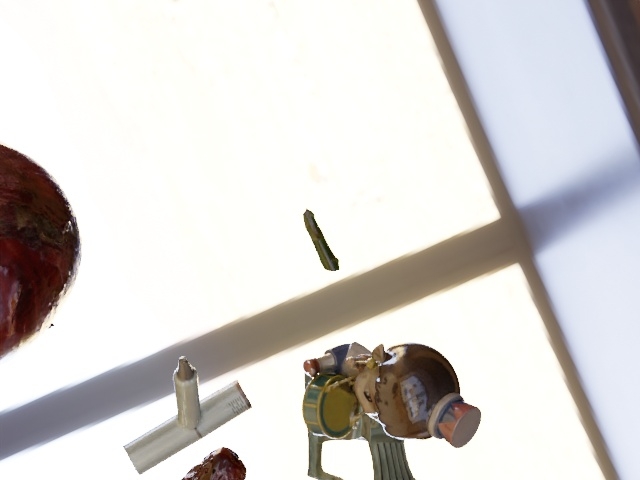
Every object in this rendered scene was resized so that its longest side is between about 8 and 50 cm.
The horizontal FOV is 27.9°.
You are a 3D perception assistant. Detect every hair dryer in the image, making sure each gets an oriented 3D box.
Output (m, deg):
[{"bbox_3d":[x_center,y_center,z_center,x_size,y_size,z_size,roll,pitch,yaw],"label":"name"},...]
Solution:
[{"bbox_3d":[-0.165,0.182,1.438,0.044,0.155,0.183,53,170,29],"label":"hair dryer"}]

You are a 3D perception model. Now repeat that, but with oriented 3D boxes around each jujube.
[{"bbox_3d":[-0.176,0.384,2.030,0.077,0.129,0.077,50,172,9],"label":"jujube"}]

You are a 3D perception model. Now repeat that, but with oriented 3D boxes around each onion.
[{"bbox_3d":[-0.384,0.009,1.326,0.276,0.276,0.276,155,90,-85],"label":"onion"}]

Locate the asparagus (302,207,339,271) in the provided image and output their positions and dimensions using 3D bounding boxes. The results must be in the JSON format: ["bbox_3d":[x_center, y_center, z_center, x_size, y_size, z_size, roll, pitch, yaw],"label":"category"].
[{"bbox_3d":[0.000,0.000,1.939,0.108,0.025,0.021,65,148,10],"label":"asparagus"}]

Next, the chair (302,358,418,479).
[{"bbox_3d":[0.091,0.347,2.288,0.191,0.203,0.274,-8,80,51],"label":"chair"}]

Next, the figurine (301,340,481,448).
[{"bbox_3d":[0.105,0.226,1.875,0.276,0.158,0.161,-2,138,44],"label":"figurine"}]
